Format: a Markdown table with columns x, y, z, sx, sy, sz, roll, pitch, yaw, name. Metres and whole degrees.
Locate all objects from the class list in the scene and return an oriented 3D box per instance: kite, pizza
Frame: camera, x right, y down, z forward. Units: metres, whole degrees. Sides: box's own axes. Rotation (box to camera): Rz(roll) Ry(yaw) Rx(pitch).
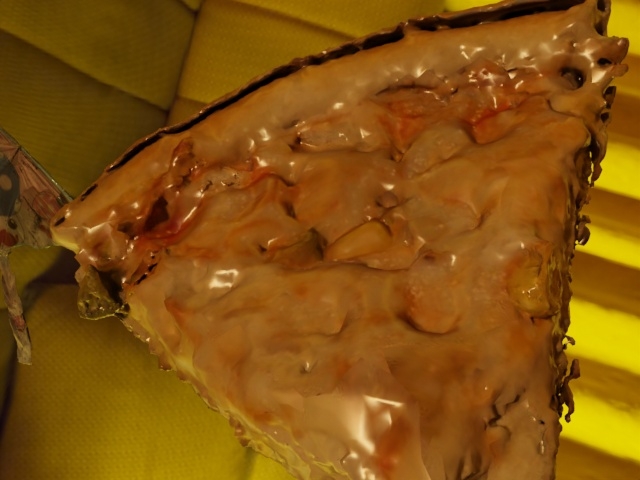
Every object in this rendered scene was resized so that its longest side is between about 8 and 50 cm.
| x | y | z | sx | sy | sz | roll | pitch | yaw | name |
| --- | --- | --- | --- | --- | --- | --- | --- | --- | --- |
| -0.347 | -0.011 | 0.896 | 0.011 | 0.335 | 0.314 | -27 | 110 | -52 | kite |
| -0.007 | -0.023 | 0.584 | 0.080 | 0.392 | 0.435 | 68 | 35 | -46 | pizza |
